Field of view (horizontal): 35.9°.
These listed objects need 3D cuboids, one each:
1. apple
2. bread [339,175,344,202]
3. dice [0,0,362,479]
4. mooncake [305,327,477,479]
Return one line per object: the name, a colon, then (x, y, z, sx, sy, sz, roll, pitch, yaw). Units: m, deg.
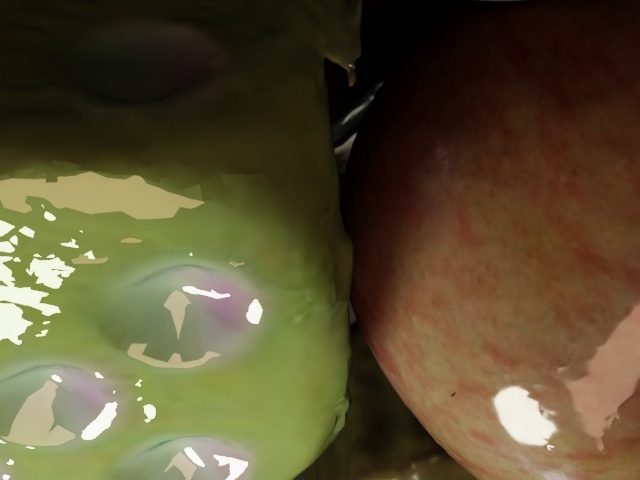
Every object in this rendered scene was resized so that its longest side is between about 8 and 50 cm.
apple: (0.178, 0.013, 0.517, 0.345, 0.269, 0.345, -1, 138, -1)
bread: (0.000, 0.000, 0.658, 0.085, 0.053, 0.085, -1, 139, -1)
dice: (-0.117, -0.022, 0.472, 0.254, 0.252, 0.250, -2, 135, -7)
mooncake: (0.128, 0.187, 0.797, 0.290, 0.161, 0.290, 0, 140, 0)
